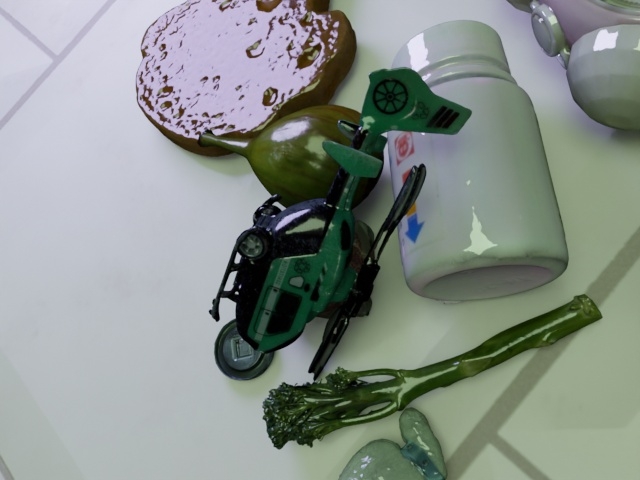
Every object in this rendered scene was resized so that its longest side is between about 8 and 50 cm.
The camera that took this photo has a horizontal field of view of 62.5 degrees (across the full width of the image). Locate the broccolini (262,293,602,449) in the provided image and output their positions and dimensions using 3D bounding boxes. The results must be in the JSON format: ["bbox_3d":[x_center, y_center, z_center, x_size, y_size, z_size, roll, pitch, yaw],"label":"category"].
[{"bbox_3d":[0.112,0.133,0.591,0.393,0.074,0.078,-26,48,7],"label":"broccolini"}]

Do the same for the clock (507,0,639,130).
[{"bbox_3d":[0.397,-0.318,0.596,0.326,0.184,0.341,-27,59,14],"label":"clock"}]

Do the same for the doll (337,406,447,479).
[{"bbox_3d":[0.063,0.280,0.554,0.104,0.071,0.214,24,71,29],"label":"doll"}]

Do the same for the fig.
[{"bbox_3d":[-0.049,-0.124,0.677,0.260,0.151,0.151,24,80,12],"label":"fig"}]

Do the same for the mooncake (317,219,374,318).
[{"bbox_3d":[0.002,0.036,0.666,0.130,0.073,0.125,-3,72,21],"label":"mooncake"}]

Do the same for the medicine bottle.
[{"bbox_3d":[0.162,-0.088,0.597,0.170,0.170,0.292,-11,69,16],"label":"medicine bottle"}]

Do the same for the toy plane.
[{"bbox_3d":[0.000,0.000,0.548,0.155,0.106,0.381,23,115,-2],"label":"toy plane"}]

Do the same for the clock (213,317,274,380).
[{"bbox_3d":[-0.100,0.142,0.694,0.085,0.017,0.085,-6,70,18],"label":"clock"}]

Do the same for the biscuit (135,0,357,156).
[{"bbox_3d":[-0.117,-0.305,0.832,0.359,0.074,0.381,39,85,25],"label":"biscuit"}]
